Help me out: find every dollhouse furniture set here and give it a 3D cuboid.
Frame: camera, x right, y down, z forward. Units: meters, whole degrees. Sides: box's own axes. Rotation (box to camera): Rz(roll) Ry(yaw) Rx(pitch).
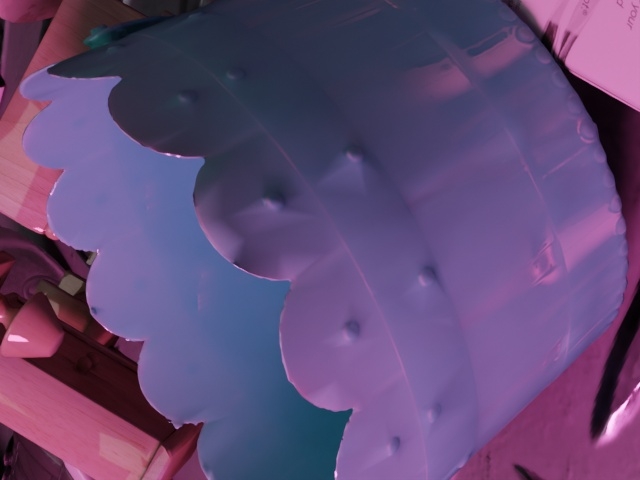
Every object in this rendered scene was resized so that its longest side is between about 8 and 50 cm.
[{"bbox_3d":[-0.089,-0.029,0.818,0.174,0.303,0.355,31,99,4],"label":"dollhouse furniture set"}]

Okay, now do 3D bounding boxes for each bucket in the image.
[{"bbox_3d":[0.000,0.000,0.600,0.281,0.183,0.281,45,155,29],"label":"bucket"}]

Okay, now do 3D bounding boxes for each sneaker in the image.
[{"bbox_3d":[-0.250,0.139,1.062,0.147,0.104,0.296,-44,72,42],"label":"sneaker"}]

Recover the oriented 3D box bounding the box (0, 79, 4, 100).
[{"bbox_3d":[-0.373,-0.176,1.169,0.207,0.036,0.114,54,137,24],"label":"box"}]

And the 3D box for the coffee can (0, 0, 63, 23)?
[{"bbox_3d":[-0.199,-0.301,0.733,0.275,0.201,0.201,52,138,1],"label":"coffee can"}]

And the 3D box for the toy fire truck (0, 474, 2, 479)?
[{"bbox_3d":[-0.400,0.274,1.282,0.135,0.047,0.192,-13,92,20],"label":"toy fire truck"}]

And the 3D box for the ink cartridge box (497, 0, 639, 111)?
[{"bbox_3d":[0.148,-0.144,0.514,0.203,0.086,0.148,39,130,36],"label":"ink cartridge box"}]
